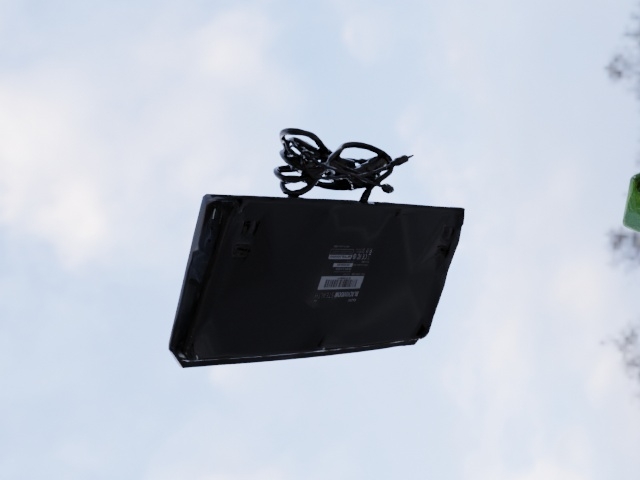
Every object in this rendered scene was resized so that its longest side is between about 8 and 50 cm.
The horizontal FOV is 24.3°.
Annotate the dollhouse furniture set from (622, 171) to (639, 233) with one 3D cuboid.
[{"bbox_3d":[0.381,-0.111,1.148,0.301,0.151,0.197,-24,-52,-48],"label":"dollhouse furniture set"}]

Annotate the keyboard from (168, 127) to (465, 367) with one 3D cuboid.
[{"bbox_3d":[0.000,0.000,0.641,0.192,0.038,0.100,2,-70,-57],"label":"keyboard"}]
